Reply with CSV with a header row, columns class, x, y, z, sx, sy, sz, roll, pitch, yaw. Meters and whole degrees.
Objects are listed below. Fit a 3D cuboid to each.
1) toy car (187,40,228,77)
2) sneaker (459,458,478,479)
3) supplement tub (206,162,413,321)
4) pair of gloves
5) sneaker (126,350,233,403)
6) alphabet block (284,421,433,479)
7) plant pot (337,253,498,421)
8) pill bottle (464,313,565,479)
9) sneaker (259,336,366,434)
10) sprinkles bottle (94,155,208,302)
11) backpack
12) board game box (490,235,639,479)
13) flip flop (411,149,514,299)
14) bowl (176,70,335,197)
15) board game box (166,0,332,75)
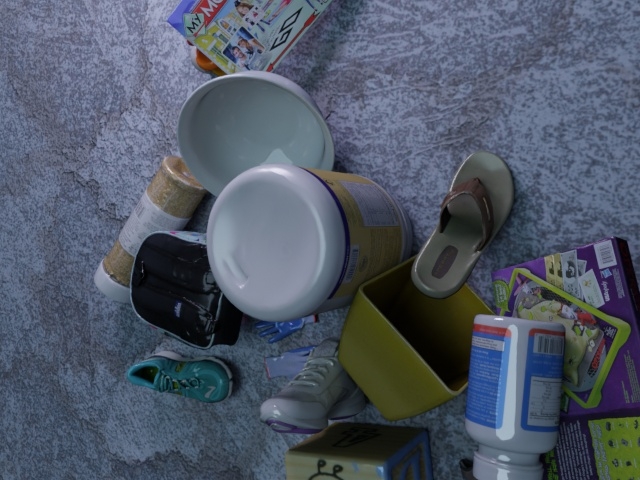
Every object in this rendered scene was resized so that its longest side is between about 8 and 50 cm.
class,x,y,z,sx,sy,sz,roll,pitch,yaw
toy car,-0.220,-0.436,1.236,0.159,0.136,0.181,-1,91,31
sneaker,0.298,0.368,0.999,0.158,0.061,0.064,-35,68,26
supplement tub,0.000,0.000,1.005,0.241,0.331,0.240,1,92,30
pair of gloves,-0.061,0.212,1.229,0.159,0.023,0.198,-15,83,31
sneaker,-0.314,0.314,1.332,0.276,0.110,0.106,-1,91,30
alphabet block,0.075,0.444,1.056,0.197,0.193,0.192,-7,86,31
plant pot,0.154,0.175,0.996,0.212,0.212,0.187,48,133,19
pill bottle,0.264,0.218,0.820,0.124,0.124,0.221,4,84,31
sneaker,-0.014,0.249,1.041,0.114,0.305,0.152,-3,85,25
sprinkles bottle,-0.385,-0.020,1.357,0.121,0.121,0.355,46,113,21
backpack,-0.267,0.091,1.249,0.254,0.191,0.225,15,96,22
board game box,0.362,0.187,0.840,0.208,0.056,0.346,-21,65,43
flip flop,0.230,-0.034,0.960,0.112,0.080,0.277,26,70,23
bowl,-0.113,-0.209,1.149,0.298,0.134,0.297,5,131,6
board game box,-0.109,-0.467,1.129,0.213,0.046,0.317,39,105,-16
